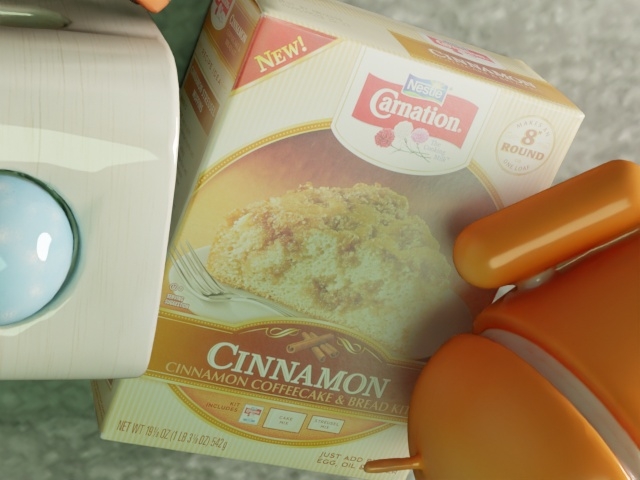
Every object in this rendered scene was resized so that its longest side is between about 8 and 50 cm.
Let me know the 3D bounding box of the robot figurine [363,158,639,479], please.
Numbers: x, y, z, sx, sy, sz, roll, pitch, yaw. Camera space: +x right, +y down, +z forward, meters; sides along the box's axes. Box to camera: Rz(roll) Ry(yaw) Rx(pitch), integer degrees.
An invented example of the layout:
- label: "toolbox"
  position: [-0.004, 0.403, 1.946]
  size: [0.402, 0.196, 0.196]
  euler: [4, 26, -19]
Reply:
- label: "robot figurine"
  position: [0.125, 0.058, 0.491]
  size: [0.219, 0.128, 0.158]
  euler: [-35, 139, -15]

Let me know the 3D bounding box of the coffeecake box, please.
- label: "coffeecake box"
  position: [0.000, 0.000, 0.518]
  size: [0.142, 0.068, 0.185]
  euler: [14, 112, -23]

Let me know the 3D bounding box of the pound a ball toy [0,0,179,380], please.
- label: "pound a ball toy"
  position: [-0.207, -0.054, 0.384]
  size: [0.319, 0.135, 0.208]
  euler: [2, 117, -19]

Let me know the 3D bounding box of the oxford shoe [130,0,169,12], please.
- label: "oxford shoe"
  position: [-0.094, -0.194, 0.369]
  size: [0.098, 0.097, 0.271]
  euler: [-32, 122, -5]
